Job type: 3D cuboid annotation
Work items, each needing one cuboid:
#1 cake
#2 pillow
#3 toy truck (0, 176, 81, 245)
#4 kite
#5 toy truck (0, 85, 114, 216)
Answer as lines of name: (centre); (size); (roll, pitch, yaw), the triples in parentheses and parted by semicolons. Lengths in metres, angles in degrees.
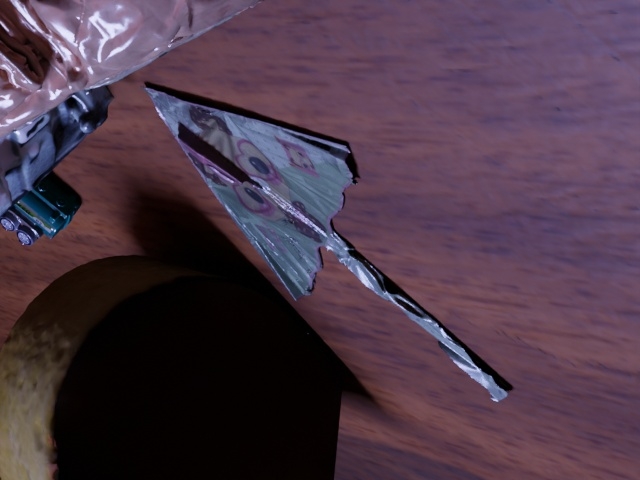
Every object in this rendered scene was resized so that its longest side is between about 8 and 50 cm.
cake: (-0.108, 0.110, 1.190); (0.207, 0.185, 0.178); (37, 165, -19)
pillow: (-0.133, -0.104, 0.796); (0.232, 0.043, 0.126); (-23, 117, 26)
toy truck: (-0.198, -0.035, 1.273); (0.083, 0.039, 0.044); (40, 145, 0)
kite: (0.001, -0.001, 1.003); (0.250, 0.012, 0.229); (39, 162, 4)
toy truck: (-0.185, -0.114, 0.951); (0.135, 0.114, 0.270); (40, 160, 15)
